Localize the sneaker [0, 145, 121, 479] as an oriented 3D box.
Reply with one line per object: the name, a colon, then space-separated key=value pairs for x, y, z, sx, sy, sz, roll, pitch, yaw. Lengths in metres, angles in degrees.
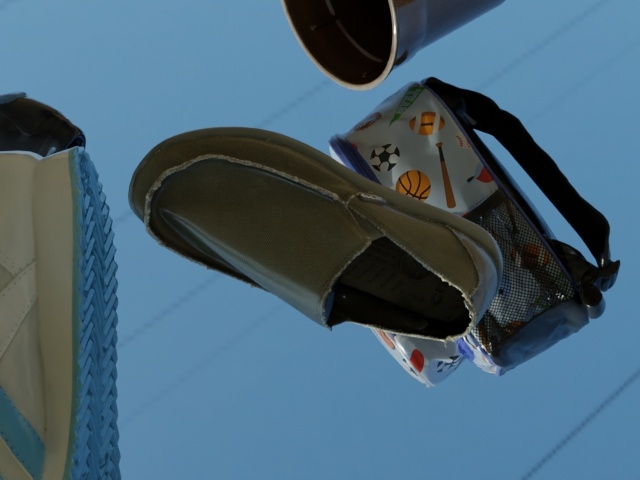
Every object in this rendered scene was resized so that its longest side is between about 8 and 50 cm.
sneaker: x=-0.129 y=0.077 z=0.606 sx=0.092 sy=0.087 sz=0.228 roll=-3 pitch=-109 yaw=5

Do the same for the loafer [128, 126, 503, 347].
loafer: x=0.000 y=0.000 z=1.014 sx=0.251 sy=0.094 sz=0.087 roll=15 pitch=-154 yaw=-6

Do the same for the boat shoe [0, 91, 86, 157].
boat shoe: x=-0.217 y=0.025 z=1.154 sx=0.089 sy=0.258 sz=0.109 roll=20 pitch=-146 yaw=23

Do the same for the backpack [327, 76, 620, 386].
backpack: x=0.110 y=-0.005 z=1.412 sx=0.213 sy=0.276 sz=0.263 roll=-28 pitch=-98 yaw=-3

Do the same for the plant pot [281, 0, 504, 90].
plant pot: x=0.073 y=-0.237 z=1.398 sx=0.165 sy=0.167 sz=0.167 roll=-27 pitch=-133 yaw=-29
